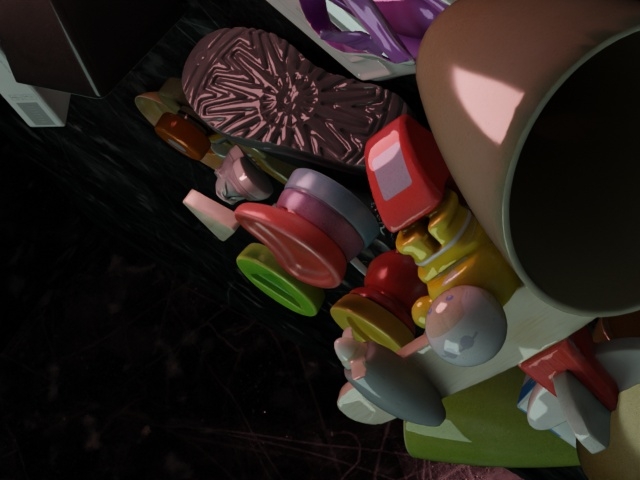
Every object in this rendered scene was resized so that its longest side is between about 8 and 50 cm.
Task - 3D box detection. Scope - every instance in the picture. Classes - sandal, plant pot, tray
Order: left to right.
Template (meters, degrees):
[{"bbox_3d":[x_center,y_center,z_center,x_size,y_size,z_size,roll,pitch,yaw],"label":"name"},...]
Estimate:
[{"bbox_3d":[-0.326,-0.321,1.969,0.187,0.188,0.167,15,143,39],"label":"plant pot"},{"bbox_3d":[-0.216,-0.187,2.574,0.236,0.032,0.236,33,169,7],"label":"plant pot"},{"bbox_3d":[-0.008,-0.263,1.684,0.270,0.030,0.145,38,167,-18],"label":"tray"},{"bbox_3d":[0.022,-0.241,1.502,0.416,0.102,0.169,32,169,11],"label":"sandal"},{"bbox_3d":[0.319,0.253,2.379,0.293,0.275,0.275,13,161,22],"label":"plant pot"},{"bbox_3d":[0.200,-0.111,1.272,0.256,0.256,0.274,43,-178,-36],"label":"plant pot"},{"bbox_3d":[0.422,0.175,1.844,0.237,0.237,0.254,27,151,35],"label":"plant pot"}]

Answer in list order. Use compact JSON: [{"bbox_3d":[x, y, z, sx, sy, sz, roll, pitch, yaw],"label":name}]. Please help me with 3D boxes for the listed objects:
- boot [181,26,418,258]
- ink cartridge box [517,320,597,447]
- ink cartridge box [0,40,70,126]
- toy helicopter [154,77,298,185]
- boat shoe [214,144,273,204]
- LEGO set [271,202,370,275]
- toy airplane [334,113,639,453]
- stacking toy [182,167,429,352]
[{"bbox_3d":[0.043,-0.087,2.027,0.367,0.146,0.445,29,172,32],"label":"boot"},{"bbox_3d":[0.368,0.197,2.100,0.139,0.191,0.082,35,126,-4],"label":"ink cartridge box"},{"bbox_3d":[-0.430,-0.342,2.136,0.066,0.261,0.296,-1,159,13],"label":"ink cartridge box"},{"bbox_3d":[-0.093,-0.127,2.225,0.355,0.140,0.235,35,171,-13],"label":"toy helicopter"},{"bbox_3d":[-0.112,-0.079,1.989,0.066,0.063,0.184,42,-174,-23],"label":"boat shoe"},{"bbox_3d":[0.016,0.022,2.123,0.182,0.060,0.244,44,180,-20],"label":"LEGO set"},{"bbox_3d":[0.201,0.082,1.640,0.384,0.386,0.272,15,-155,19],"label":"toy airplane"},{"bbox_3d":[0.000,0.000,1.916,0.279,0.130,0.309,21,159,42],"label":"stacking toy"}]
